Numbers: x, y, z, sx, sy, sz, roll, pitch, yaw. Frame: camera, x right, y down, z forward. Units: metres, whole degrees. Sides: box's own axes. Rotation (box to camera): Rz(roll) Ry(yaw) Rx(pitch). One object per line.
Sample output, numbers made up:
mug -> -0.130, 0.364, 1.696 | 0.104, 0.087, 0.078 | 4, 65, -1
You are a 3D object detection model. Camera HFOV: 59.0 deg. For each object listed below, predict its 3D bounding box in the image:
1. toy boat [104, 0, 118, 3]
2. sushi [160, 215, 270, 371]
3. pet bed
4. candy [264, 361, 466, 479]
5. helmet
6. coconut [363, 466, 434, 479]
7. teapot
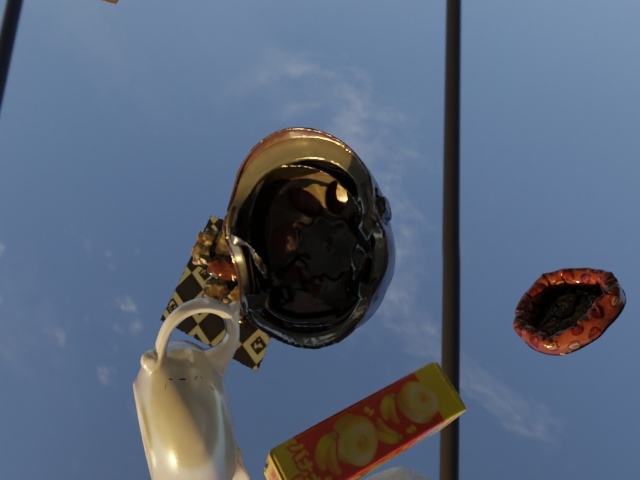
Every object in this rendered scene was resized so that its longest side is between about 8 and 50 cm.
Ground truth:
toy boat -> -0.282, -0.409, 0.803 | 0.149, 0.049, 0.047 | -56, -135, 12
sushi -> -0.212, 0.097, 1.254 | 0.294, 0.059, 0.292 | 17, -101, 27
pet bed -> 0.445, 0.125, 1.029 | 0.053, 0.201, 0.201 | 46, -121, -19
candy -> 0.060, 0.287, 0.813 | 0.276, 0.146, 0.088 | -22, -116, -23
helmet -> 0.000, 0.000, 0.933 | 0.270, 0.197, 0.338 | -10, -96, 22
coconut -> 0.140, 0.523, 0.975 | 0.237, 0.266, 0.237 | 2, -127, -3
teapot -> -0.163, 0.219, 0.745 | 0.165, 0.300, 0.208 | 3, -160, -15
